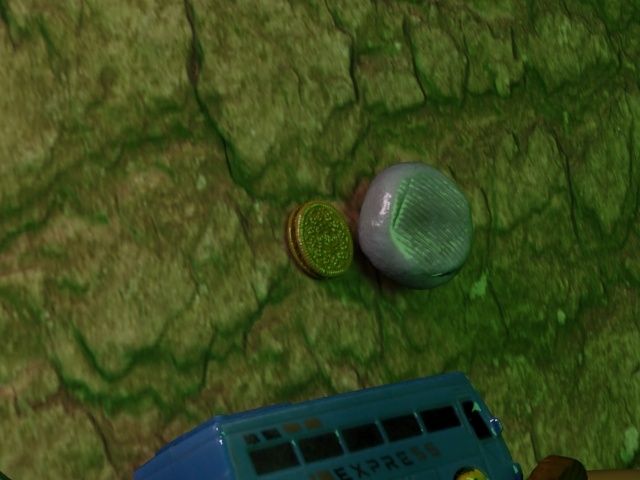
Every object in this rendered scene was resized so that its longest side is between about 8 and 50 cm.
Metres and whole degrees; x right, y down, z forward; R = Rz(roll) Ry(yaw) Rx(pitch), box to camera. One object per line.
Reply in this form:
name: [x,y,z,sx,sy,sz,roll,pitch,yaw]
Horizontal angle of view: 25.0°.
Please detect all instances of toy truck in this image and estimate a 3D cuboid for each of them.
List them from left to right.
toy truck: [0.022,0.225,1.313,0.385,0.161,0.162,-4,68,-47]

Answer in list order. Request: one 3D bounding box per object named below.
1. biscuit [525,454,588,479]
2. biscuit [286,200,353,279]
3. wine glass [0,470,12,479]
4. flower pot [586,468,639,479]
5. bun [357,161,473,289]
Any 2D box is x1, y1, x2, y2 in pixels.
biscuit: [0.199,0.364,1.416,0.318,0.040,0.318,-43,140,-53]
biscuit: [0.000,0.000,1.485,0.084,0.023,0.084,22,59,-42]
wine glass: [-0.215,0.167,0.950,0.406,0.267,0.267,50,43,-32]
flower pot: [0.360,0.341,1.612,0.195,0.179,0.195,24,56,-42]
bun: [0.096,-0.013,1.554,0.141,0.083,0.141,11,72,-36]
